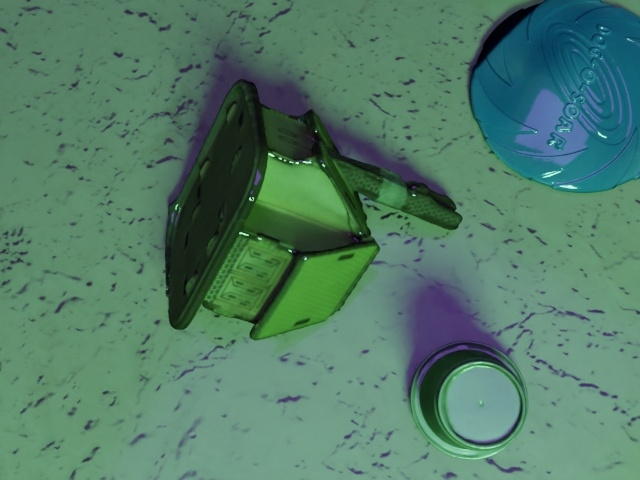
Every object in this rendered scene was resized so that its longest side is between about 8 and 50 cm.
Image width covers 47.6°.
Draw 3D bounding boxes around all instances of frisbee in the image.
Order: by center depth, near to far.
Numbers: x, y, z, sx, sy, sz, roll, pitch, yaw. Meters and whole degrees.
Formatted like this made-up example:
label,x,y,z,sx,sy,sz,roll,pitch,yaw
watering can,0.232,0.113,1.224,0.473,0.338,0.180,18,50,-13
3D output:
label,x,y,z,sx,sy,sz,roll,pitch,yaw
frisbee,0.293,-0.173,0.821,0.242,0.045,0.242,-1,76,2

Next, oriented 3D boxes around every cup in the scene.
label,x,y,z,sx,sy,sz,roll,pitch,yaw
cup,0.151,0.155,0.702,0.120,0.141,0.120,0,79,2

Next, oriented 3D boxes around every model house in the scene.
label,x,y,z,sx,sy,sz,roll,pitch,yaw
model house,0.000,0.000,0.765,0.279,0.218,0.205,19,33,-23
